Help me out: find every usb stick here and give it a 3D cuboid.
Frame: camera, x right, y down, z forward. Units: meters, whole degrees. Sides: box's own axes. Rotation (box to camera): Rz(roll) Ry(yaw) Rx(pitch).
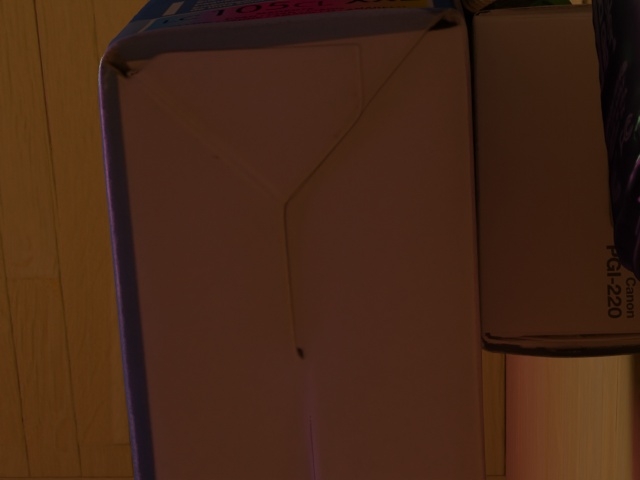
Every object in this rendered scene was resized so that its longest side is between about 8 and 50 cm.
[{"bbox_3d":[0.125,-0.103,0.732,0.077,0.045,0.278,96,178,-47],"label":"usb stick"}]

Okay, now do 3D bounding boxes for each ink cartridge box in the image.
[{"bbox_3d":[0.000,0.000,0.951,0.395,0.151,0.270,-75,-18,-76],"label":"ink cartridge box"},{"bbox_3d":[0.118,-0.025,0.966,0.218,0.092,0.159,34,-125,-88],"label":"ink cartridge box"}]

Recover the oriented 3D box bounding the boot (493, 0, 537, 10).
[{"bbox_3d":[0.097,-0.407,1.759,0.367,0.146,0.445,62,-162,-72],"label":"boot"}]

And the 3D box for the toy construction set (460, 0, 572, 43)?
[{"bbox_3d":[0.099,-0.314,1.337,0.257,0.237,0.309,-1,-110,-43],"label":"toy construction set"}]
